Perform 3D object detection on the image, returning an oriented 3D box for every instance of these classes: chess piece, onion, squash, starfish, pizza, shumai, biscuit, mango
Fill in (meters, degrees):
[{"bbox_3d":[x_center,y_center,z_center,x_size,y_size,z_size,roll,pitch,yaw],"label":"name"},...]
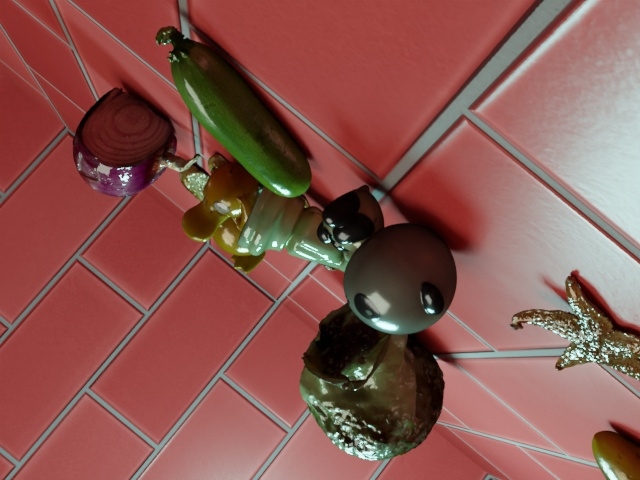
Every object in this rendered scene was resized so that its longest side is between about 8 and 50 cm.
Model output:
[{"bbox_3d":[0.000,0.000,1.614,0.298,0.176,0.176,27,170,-5],"label":"chess piece"},{"bbox_3d":[-0.470,-0.215,2.002,0.272,0.256,0.230,59,158,15],"label":"onion"},{"bbox_3d":[-0.134,-0.196,1.335,0.101,0.101,0.379,26,161,50],"label":"squash"},{"bbox_3d":[0.386,0.150,1.147,0.295,0.048,0.231,41,159,-18],"label":"starfish"},{"bbox_3d":[-0.216,-0.142,1.955,0.134,0.046,0.175,34,168,25],"label":"pizza"},{"bbox_3d":[0.120,0.292,2.029,0.395,0.395,0.348,32,146,33],"label":"shumai"},{"bbox_3d":[-0.342,-0.155,2.285,0.118,0.061,0.183,36,169,25],"label":"biscuit"},{"bbox_3d":[0.575,0.430,1.512,0.195,0.098,0.137,42,174,13],"label":"mango"}]

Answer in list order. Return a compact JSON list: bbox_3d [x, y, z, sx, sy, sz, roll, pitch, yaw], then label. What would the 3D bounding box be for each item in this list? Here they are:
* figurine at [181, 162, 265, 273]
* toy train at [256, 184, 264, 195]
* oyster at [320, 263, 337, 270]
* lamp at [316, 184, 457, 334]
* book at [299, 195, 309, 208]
[{"bbox_3d":[-0.193,-0.060,1.862,0.215,0.215,0.228,32,177,35],"label":"figurine"},{"bbox_3d":[-0.096,-0.087,1.766,0.092,0.029,0.045,44,160,-14],"label":"toy train"},{"bbox_3d":[-0.030,0.004,1.864,0.177,0.064,0.125,33,-174,18],"label":"oyster"},{"bbox_3d":[0.101,0.035,1.293,0.244,0.197,0.198,47,170,7],"label":"lamp"},{"bbox_3d":[-0.062,-0.081,1.775,0.118,0.012,0.172,35,169,20],"label":"book"}]
